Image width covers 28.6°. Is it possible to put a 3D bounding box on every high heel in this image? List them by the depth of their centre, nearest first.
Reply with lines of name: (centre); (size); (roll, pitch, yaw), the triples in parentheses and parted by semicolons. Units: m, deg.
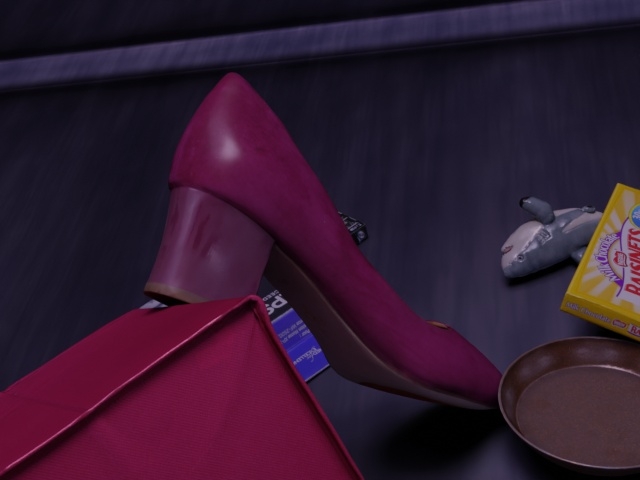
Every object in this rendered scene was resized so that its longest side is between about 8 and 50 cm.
high heel: (0.039, 0.017, 1.013); (0.127, 0.377, 0.181); (4, 73, 49)

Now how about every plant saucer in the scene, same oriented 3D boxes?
plant saucer: (0.231, 0.140, 1.039); (0.168, 0.029, 0.168); (-3, 31, 2)

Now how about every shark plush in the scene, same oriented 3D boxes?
shark plush: (0.259, 0.007, 1.248); (0.161, 0.073, 0.067); (4, 54, -5)

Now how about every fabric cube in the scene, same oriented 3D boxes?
fabric cube: (-0.121, 0.206, 0.840); (0.259, 0.254, 0.258); (-34, 9, -23)

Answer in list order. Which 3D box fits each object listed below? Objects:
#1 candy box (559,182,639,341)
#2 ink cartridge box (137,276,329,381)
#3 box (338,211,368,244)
candy box: (0.297, 0.020, 1.157); (0.105, 0.027, 0.206); (19, 38, 15)
ink cartridge box: (-0.104, 0.104, 1.250); (0.206, 0.045, 0.208); (-34, 38, -25)
box: (0.000, 0.000, 1.376); (0.083, 0.018, 0.067); (-35, 37, -25)
